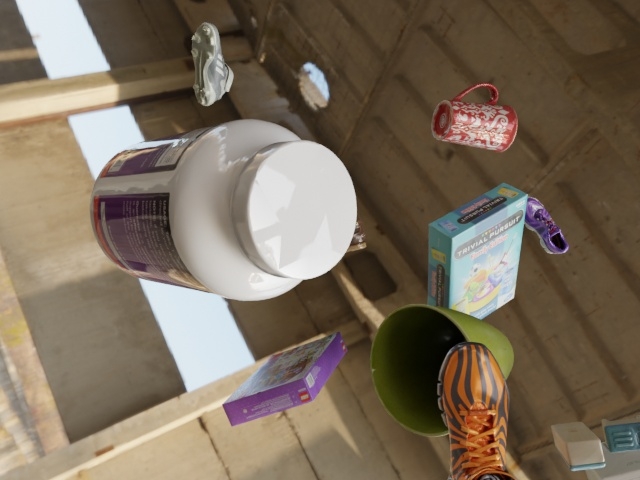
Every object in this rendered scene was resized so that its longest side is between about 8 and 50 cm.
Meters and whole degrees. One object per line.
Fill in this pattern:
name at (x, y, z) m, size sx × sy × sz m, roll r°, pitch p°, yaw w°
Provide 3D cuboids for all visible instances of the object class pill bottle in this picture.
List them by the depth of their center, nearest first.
pill bottle at (-0.115, -0.032, 0.637) m, size 0.323 × 0.181 × 0.181 m, roll 4°, pitch -69°, yaw 50°

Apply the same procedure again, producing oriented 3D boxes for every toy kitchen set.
toy kitchen set at (0.500, 0.375, 0.921) m, size 0.122 × 0.207 × 0.166 m, roll 20°, pitch 60°, yaw -77°

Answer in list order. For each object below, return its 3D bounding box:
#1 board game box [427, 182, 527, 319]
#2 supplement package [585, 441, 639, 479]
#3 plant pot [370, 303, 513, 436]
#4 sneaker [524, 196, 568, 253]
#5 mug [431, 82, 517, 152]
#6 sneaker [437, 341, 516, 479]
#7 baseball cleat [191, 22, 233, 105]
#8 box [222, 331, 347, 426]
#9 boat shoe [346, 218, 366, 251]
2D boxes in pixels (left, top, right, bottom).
board game box at (0.384, 0.059, 1.443) m, size 0.079 × 0.254 × 0.336 m, roll 38°, pitch -34°, yaw 43°
supplement package at (0.718, 0.603, 1.272) m, size 0.175 × 0.177 × 0.293 m, roll -5°, pitch 77°, yaw -82°
plant pot at (0.312, 0.276, 1.323) m, size 0.275 × 0.293 × 0.274 m, roll -3°, pitch -94°, yaw 45°
sneaker at (0.562, -0.040, 1.446) m, size 0.170 × 0.068 × 0.071 m, roll 49°, pitch -3°, yaw -5°
mug at (0.353, -0.286, 1.369) m, size 0.113 × 0.169 × 0.150 m, roll 125°, pitch -38°, yaw -56°
sneaker at (0.263, 0.329, 0.916) m, size 0.180 × 0.125 × 0.321 m, roll 1°, pitch 84°, yaw -88°
baseball cleat at (-0.253, -0.422, 1.374) m, size 0.072 × 0.109 × 0.206 m, roll 33°, pitch -46°, yaw 15°
box at (-0.070, 0.307, 1.319) m, size 0.201 × 0.293 × 0.057 m, roll -22°, pitch -87°, yaw 19°
boat shoe at (0.000, 0.000, 1.313) m, size 0.073 × 0.207 × 0.073 m, roll -150°, pitch -132°, yaw -73°
